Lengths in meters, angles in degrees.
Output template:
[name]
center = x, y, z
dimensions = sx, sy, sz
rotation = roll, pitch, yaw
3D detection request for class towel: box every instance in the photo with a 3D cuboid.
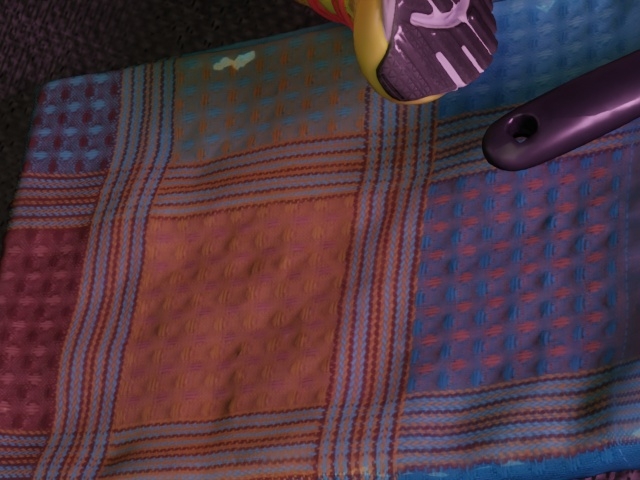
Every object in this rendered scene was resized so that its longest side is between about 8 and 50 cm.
[towel]
center = 0.000, 0.000, 0.801
dimensions = 0.370, 0.040, 0.271
rotation = -9, 55, 22

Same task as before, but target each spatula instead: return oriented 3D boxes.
[spatula]
center = 0.201, -0.105, 0.731
dimensions = 0.296, 0.030, 0.084
rotation = -30, 56, -2

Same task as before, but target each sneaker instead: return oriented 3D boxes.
[sneaker]
center = 0.025, -0.126, 0.805
dimensions = 0.094, 0.081, 0.208
rotation = -24, 35, 20
